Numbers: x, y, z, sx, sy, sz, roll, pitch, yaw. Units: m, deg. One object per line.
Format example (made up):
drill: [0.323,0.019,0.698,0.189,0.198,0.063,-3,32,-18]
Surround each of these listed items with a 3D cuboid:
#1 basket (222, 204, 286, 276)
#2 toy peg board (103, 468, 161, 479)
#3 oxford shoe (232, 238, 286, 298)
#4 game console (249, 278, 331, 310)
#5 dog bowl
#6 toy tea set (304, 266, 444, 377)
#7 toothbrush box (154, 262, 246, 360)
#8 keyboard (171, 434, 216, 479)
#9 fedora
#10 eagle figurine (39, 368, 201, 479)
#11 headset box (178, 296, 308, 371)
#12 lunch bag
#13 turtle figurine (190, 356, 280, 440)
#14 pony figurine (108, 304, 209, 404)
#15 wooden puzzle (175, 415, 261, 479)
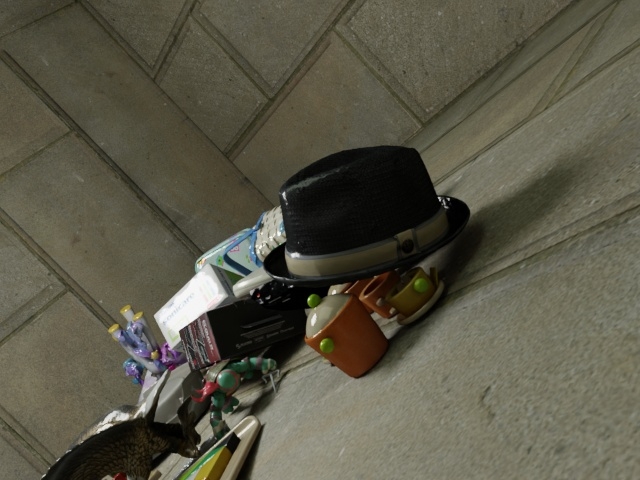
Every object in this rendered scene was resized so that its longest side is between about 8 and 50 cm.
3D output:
basket: [-0.085,0.039,1.653,0.289,0.254,0.201,-40,24,44]
toy peg board: [-0.444,0.545,1.389,0.161,0.079,0.161,-38,7,49]
oxford shoe: [0.000,0.000,1.455,0.449,0.130,0.169,-28,-7,3]
game console: [0.054,0.056,1.231,0.361,0.044,0.213,-27,-20,29]
dog bowl: [-0.425,0.454,1.640,0.348,0.102,0.349,-36,6,4]
toy tea set: [0.044,0.093,1.003,0.200,0.124,0.336,-45,6,-12]
toothbrush box: [-0.255,0.198,1.708,0.206,0.122,0.283,-42,-32,10]
keyboard: [-0.281,0.459,1.189,0.256,0.014,0.072,-48,6,-37]
fedora: [0.055,-0.057,1.004,0.333,0.153,0.334,-14,16,4]
eagle figurine: [-0.365,0.386,1.165,0.298,0.226,0.225,-8,42,-11]
headset box: [-0.172,0.197,1.452,0.218,0.110,0.293,-15,-9,-28]
lunch bag: [-0.207,0.119,1.894,0.224,0.279,0.108,-32,8,9]
turtle figurine: [-0.165,0.278,1.241,0.175,0.118,0.234,-45,0,-14]
pony figurine: [-0.541,0.402,2.156,0.302,0.364,0.351,-38,19,-23]
wooden puzzle: [-0.193,0.380,0.984,0.221,0.044,0.239,-43,6,9]
